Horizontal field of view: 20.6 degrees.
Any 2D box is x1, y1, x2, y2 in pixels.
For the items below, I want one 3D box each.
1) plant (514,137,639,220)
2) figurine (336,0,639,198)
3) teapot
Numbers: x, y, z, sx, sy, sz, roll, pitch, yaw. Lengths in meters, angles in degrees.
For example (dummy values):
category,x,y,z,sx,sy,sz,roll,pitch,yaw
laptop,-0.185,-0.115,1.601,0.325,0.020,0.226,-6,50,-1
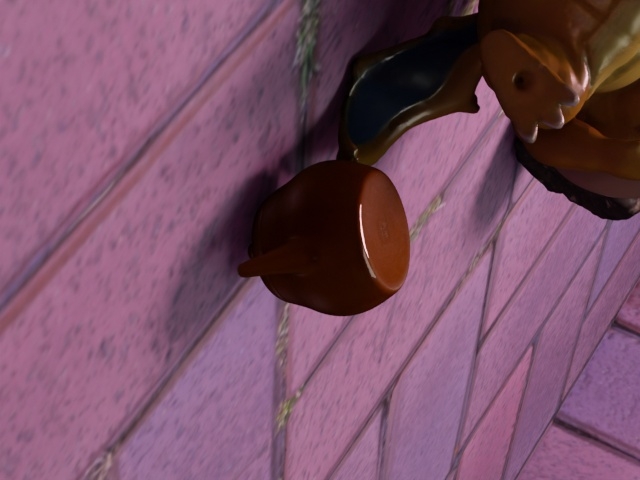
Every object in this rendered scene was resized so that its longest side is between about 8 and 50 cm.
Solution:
category,x,y,z,sx,sy,sz,roll,pitch,yaw
plant,0.339,-0.191,1.873,0.320,0.194,0.181,-57,175,-8
figurine,0.217,-0.201,1.325,0.387,0.268,0.401,-2,111,-68
teapot,0.000,0.000,1.244,0.173,0.116,0.116,-29,141,-63
